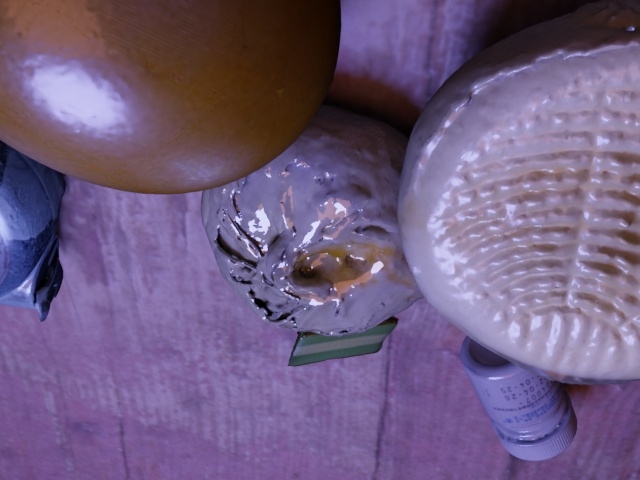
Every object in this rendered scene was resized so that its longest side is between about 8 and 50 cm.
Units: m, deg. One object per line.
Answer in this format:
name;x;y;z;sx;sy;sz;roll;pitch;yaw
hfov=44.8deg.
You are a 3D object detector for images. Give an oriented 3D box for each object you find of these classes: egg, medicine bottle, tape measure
egg;-0.141;-0.179;0.584;0.351;0.283;0.282;14;140;-45
medicine bottle;0.243;0.179;0.948;0.105;0.105;0.168;-15;125;22
tape measure;-0.418;-0.045;0.852;0.256;0.147;0.275;7;131;-1

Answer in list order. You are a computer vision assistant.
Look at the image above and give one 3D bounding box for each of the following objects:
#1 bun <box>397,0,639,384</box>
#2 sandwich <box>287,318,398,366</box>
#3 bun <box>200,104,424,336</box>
bun;0.256;-0.050;0.690;0.364;0.202;0.364;7;126;9
sandwich;0.029;0.127;0.963;0.116;0.074;0.074;19;131;-6
bun;0.000;0.000;0.816;0.287;0.146;0.287;5;133;6
